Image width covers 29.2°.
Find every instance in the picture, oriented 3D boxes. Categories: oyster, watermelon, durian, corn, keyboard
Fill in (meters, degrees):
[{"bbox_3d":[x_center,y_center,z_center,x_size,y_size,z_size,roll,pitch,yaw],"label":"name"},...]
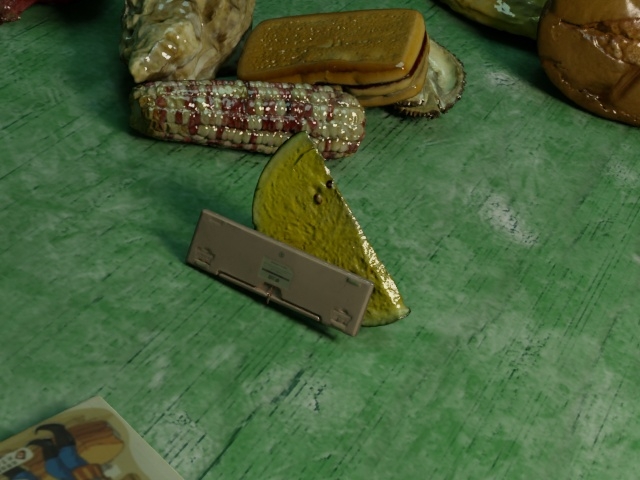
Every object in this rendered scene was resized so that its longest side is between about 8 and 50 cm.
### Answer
[{"bbox_3d":[-0.147,-0.257,1.327,0.166,0.110,0.341,29,24,4],"label":"oyster"},{"bbox_3d":[-0.009,0.005,1.061,0.075,0.092,0.181,-29,92,-25],"label":"watermelon"},{"bbox_3d":[0.096,-0.184,1.375,0.110,0.071,0.140,-19,66,-33],"label":"durian"},{"bbox_3d":[-0.072,-0.121,1.221,0.237,0.079,0.079,1,39,-18],"label":"corn"},{"bbox_3d":[-0.036,0.028,1.049,0.166,0.055,0.017,23,16,14],"label":"keyboard"}]

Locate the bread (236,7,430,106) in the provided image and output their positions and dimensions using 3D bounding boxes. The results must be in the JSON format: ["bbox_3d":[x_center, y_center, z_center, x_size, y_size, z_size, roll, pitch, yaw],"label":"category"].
[{"bbox_3d":[0.015,-0.191,1.305,0.200,0.077,0.116,-2,51,16],"label":"bread"}]

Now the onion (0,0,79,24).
[{"bbox_3d":[-0.290,-0.308,1.337,0.173,0.198,0.135,25,-7,34],"label":"onion"}]

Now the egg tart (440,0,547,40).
[{"bbox_3d":[0.286,-0.378,1.670,0.318,0.128,0.319,13,34,-9],"label":"egg tart"}]

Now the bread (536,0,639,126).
[{"bbox_3d":[0.394,-0.241,1.486,0.269,0.195,0.143,18,26,-6],"label":"bread"}]

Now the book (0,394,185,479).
[{"bbox_3d":[-0.138,0.222,0.775,0.264,0.027,0.202,39,40,26],"label":"book"}]
